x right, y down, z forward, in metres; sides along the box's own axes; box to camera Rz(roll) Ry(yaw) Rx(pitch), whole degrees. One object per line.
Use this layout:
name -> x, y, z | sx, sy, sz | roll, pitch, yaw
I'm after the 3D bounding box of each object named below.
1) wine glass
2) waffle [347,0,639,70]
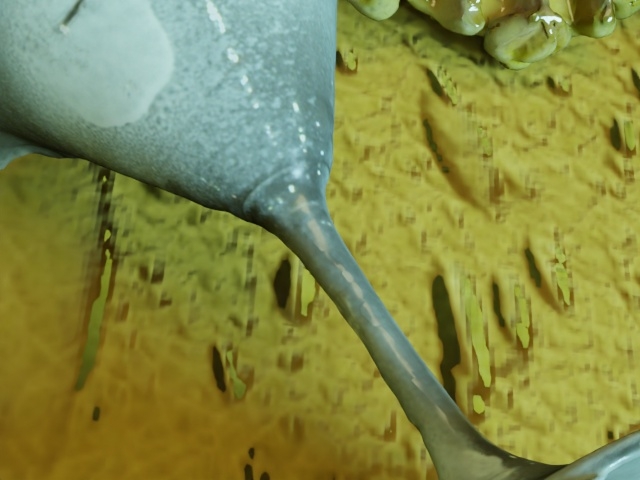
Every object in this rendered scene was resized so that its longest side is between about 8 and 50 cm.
wine glass -> 0.000, 0.000, 0.403 | 0.156, 0.156, 0.232 | -22, 64, -25
waffle -> 0.072, -0.149, 0.568 | 0.160, 0.046, 0.192 | 46, 61, 1
